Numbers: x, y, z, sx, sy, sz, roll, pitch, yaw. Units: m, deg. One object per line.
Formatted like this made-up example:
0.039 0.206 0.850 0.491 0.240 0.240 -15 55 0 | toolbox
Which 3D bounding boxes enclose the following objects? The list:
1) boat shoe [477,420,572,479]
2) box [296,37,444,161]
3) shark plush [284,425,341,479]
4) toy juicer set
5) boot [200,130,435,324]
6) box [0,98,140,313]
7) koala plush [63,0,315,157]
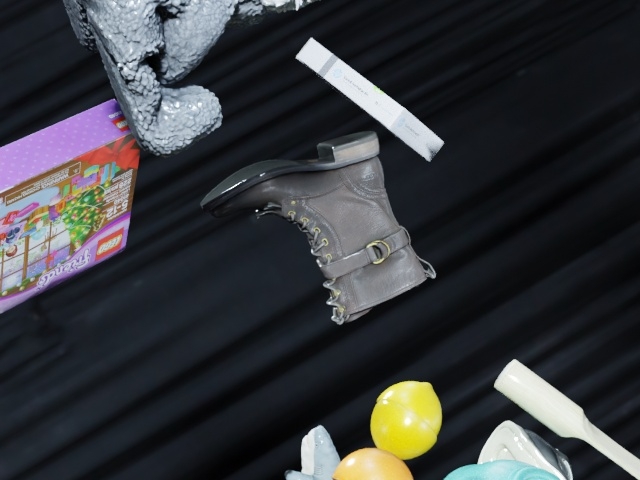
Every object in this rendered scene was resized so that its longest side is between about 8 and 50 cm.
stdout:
0.206 0.242 1.191 0.079 0.084 0.233 33 -165 -18 | boat shoe
0.068 -0.191 1.847 0.186 0.038 0.145 42 -174 30 | box
0.023 0.305 1.634 0.161 0.067 0.073 58 -155 17 | shark plush
0.126 0.195 1.036 0.209 0.329 0.089 49 127 18 | toy juicer set
0.000 0.000 1.724 0.091 0.263 0.229 -129 22 -76 | boot
-0.327 -0.013 1.447 0.057 0.293 0.201 43 141 22 | box
-0.094 -0.221 1.136 0.196 0.221 0.203 58 167 28 | koala plush
